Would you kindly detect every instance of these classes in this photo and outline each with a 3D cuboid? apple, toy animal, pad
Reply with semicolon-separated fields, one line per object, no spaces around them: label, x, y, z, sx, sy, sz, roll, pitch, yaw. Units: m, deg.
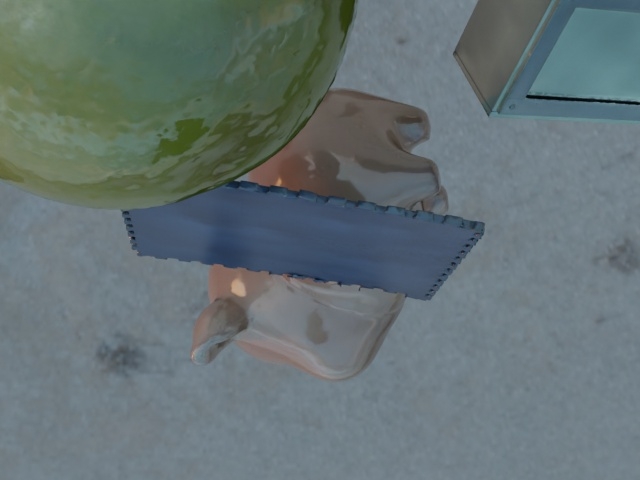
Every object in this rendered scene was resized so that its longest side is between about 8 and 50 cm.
apple;-0.090;-0.160;0.753;0.233;0.295;0.258;22;154;-19
toy animal;0.000;0.000;1.252;0.269;0.237;0.326;-7;136;7
pad;-0.024;-0.001;0.984;0.269;0.012;0.269;9;166;-4

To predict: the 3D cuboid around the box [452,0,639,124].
box;0.239;-0.165;1.011;0.225;0.086;0.129;0;136;-26
